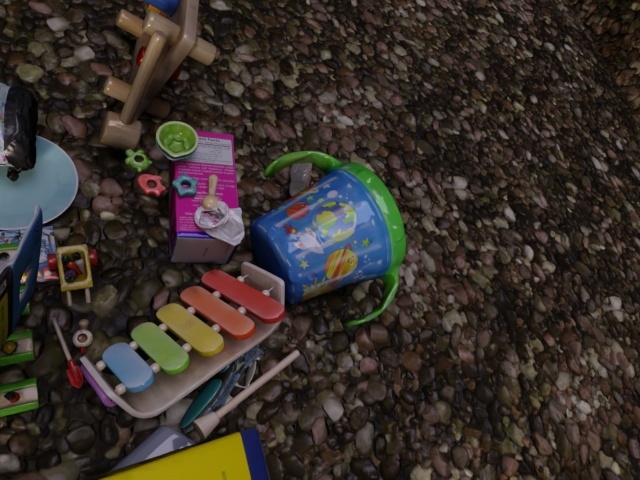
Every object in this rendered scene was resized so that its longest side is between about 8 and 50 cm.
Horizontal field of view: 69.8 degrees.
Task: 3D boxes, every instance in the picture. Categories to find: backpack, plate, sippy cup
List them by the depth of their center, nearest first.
[{"bbox_3d":[-0.545,-0.183,0.703,0.182,0.115,0.152,0,68,-22],"label":"backpack"},{"bbox_3d":[-0.508,-0.098,0.762,0.188,0.024,0.188,12,61,-22],"label":"plate"},{"bbox_3d":[0.000,0.000,0.853,0.224,0.240,0.305,-26,49,-23],"label":"sippy cup"}]

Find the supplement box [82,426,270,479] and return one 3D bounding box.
[{"bbox_3d":[-0.235,0.350,0.469,0.356,0.194,0.195,-3,67,-40],"label":"supplement box"}]

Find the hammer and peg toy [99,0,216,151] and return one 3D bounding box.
[{"bbox_3d":[-0.292,-0.344,0.848,0.127,0.266,0.361,18,56,-38],"label":"hammer and peg toy"}]

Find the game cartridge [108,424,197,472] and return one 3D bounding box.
[{"bbox_3d":[-0.186,0.423,0.643,0.297,0.062,0.198,48,59,3],"label":"game cartridge"}]

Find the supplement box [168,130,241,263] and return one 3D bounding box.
[{"bbox_3d":[-0.216,-0.080,0.841,0.114,0.111,0.220,3,64,-23],"label":"supplement box"}]

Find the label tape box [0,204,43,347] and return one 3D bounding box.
[{"bbox_3d":[-0.419,0.134,0.449,0.115,0.249,0.348,27,53,-20],"label":"label tape box"}]

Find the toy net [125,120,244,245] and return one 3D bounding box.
[{"bbox_3d":[-0.212,-0.084,0.750,0.122,0.045,0.232,-34,82,-33],"label":"toy net"}]

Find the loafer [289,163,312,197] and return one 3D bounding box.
[{"bbox_3d":[-0.043,-0.133,1.002,0.045,0.039,0.125,2,56,12],"label":"loafer"}]

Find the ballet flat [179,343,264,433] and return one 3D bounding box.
[{"bbox_3d":[-0.150,0.237,0.748,0.070,0.070,0.188,36,59,-6],"label":"ballet flat"}]

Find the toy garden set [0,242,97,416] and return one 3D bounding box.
[{"bbox_3d":[-0.423,0.117,0.658,0.203,0.049,0.244,-7,78,-29],"label":"toy garden set"}]

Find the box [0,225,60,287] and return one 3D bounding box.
[{"bbox_3d":[-0.482,0.032,0.706,0.137,0.027,0.094,-8,70,-29],"label":"box"}]

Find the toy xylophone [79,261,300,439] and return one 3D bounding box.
[{"bbox_3d":[-0.174,0.156,0.703,0.322,0.236,0.081,-38,131,-40],"label":"toy xylophone"}]
